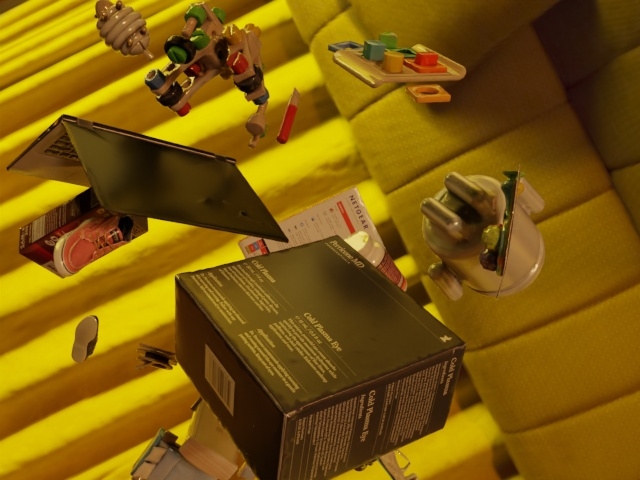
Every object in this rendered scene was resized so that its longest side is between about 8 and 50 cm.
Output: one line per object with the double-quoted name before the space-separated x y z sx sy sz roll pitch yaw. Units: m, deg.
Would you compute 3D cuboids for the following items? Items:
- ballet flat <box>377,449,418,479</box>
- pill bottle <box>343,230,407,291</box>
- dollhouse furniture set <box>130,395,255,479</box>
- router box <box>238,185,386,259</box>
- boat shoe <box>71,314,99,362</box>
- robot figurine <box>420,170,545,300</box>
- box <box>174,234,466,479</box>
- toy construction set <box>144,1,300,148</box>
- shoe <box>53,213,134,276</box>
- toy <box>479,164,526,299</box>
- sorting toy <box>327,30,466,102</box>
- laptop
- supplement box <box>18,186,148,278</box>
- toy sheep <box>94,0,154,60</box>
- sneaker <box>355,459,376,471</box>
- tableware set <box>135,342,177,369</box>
"ballet flat" 0.162 0.458 1.413 0.168 0.052 0.057 57 174 -14
"pill bottle" 0.104 0.055 1.447 0.152 0.086 0.086 53 -175 -33
"dollhouse furniture set" -0.297 0.594 1.786 0.286 0.303 0.198 36 -166 -11
"router box" 0.017 0.087 1.684 0.082 0.301 0.335 -88 -26 -84
"boat shoe" -0.537 0.221 1.674 0.049 0.133 0.042 28 -154 6
"robot figurine" 0.352 -0.003 1.554 0.353 0.300 0.200 38 -171 -44
"box" -0.015 0.174 1.126 0.343 0.312 0.179 42 136 43
"toy construction set" -0.170 -0.359 1.468 0.309 0.257 0.237 33 -124 -27
"shoe" -0.381 0.000 1.239 0.178 0.081 0.063 -74 -32 -65
"toy" 0.321 -0.012 1.317 0.137 0.056 0.237 23 -99 -74
"sorting toy" 0.146 -0.338 1.353 0.347 0.196 0.047 -131 37 -50
"laptop" -0.341 -0.074 1.404 0.382 0.408 0.236 11 -114 -42
"supplement box" -0.498 -0.022 1.530 0.130 0.239 0.073 44 -156 -48
"toy sheep" -0.339 -0.363 1.260 0.132 0.091 0.091 51 -178 -10
"sneaker" 0.091 0.466 1.573 0.170 0.063 0.075 165 98 -77
"tableware set" -0.281 0.262 1.468 0.128 0.194 0.039 122 164 -68
